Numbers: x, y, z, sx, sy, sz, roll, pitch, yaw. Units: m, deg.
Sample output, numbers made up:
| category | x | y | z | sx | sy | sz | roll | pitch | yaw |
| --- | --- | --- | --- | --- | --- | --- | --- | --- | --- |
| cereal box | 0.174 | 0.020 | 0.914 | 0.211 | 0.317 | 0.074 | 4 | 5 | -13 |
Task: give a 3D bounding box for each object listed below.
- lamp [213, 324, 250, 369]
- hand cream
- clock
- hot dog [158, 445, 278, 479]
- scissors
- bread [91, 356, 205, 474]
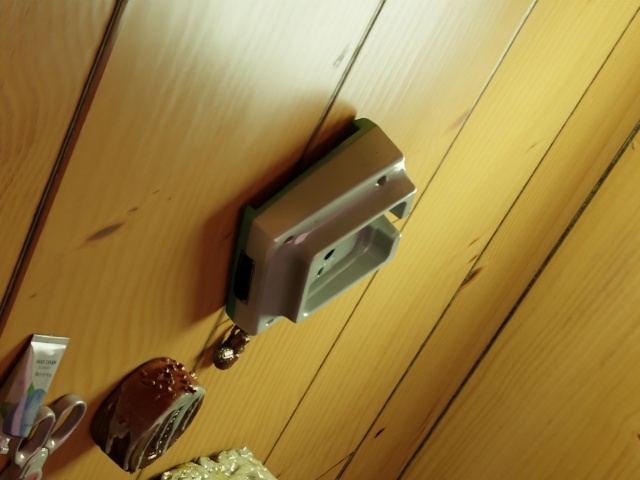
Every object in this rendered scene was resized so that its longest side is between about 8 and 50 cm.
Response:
| category | x | y | z | sx | sy | sz | roll | pitch | yaw |
| --- | --- | --- | --- | --- | --- | --- | --- | --- | --- |
| lamp | -0.126 | 0.154 | 2.284 | 0.063 | 0.031 | 0.083 | -41 | 166 | -17 |
| hand cream | -0.325 | 0.168 | 1.790 | 0.142 | 0.053 | 0.084 | -60 | 162 | 4 |
| clock | 0.000 | 0.000 | 2.101 | 0.231 | 0.116 | 0.262 | -38 | 160 | -27 |
| hot dog | -0.236 | 0.533 | 2.605 | 0.365 | 0.196 | 0.367 | -50 | 161 | 19 |
| scissors | -0.364 | 0.286 | 1.979 | 0.118 | 0.030 | 0.242 | -18 | 144 | -57 |
| bread | -0.222 | 0.227 | 2.127 | 0.160 | 0.073 | 0.160 | -42 | 162 | -17 |
